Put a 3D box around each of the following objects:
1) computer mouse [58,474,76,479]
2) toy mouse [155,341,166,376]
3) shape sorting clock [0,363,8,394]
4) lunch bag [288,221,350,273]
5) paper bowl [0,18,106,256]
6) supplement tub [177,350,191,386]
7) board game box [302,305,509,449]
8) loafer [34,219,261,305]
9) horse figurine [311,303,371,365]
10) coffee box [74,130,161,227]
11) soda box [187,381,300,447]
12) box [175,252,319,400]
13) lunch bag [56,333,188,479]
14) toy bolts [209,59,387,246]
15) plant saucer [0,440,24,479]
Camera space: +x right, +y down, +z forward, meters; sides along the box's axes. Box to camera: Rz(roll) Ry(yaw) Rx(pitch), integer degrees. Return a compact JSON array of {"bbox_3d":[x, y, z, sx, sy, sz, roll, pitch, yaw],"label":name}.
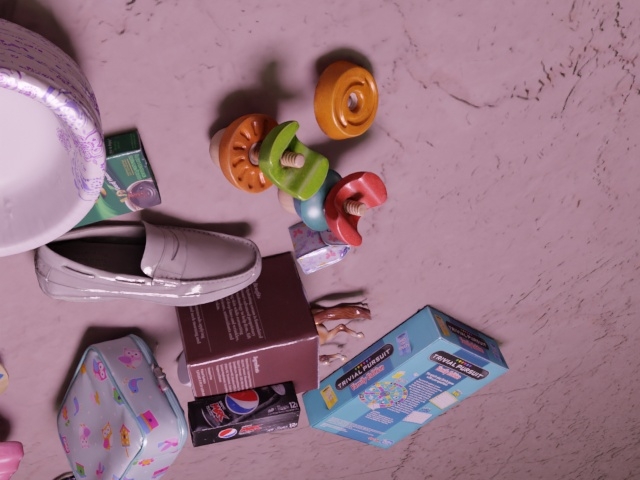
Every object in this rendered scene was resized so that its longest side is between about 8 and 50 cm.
[{"bbox_3d":[-0.440,0.464,1.694,0.242,0.041,0.071,-18,144,8],"label":"computer mouse"},{"bbox_3d":[-0.293,0.276,1.457,0.031,0.161,0.143,-6,157,-27],"label":"toy mouse"},{"bbox_3d":[-0.597,0.214,1.316,0.206,0.040,0.206,-8,148,-5],"label":"shape sorting clock"},{"bbox_3d":[0.000,0.000,1.289,0.083,0.071,0.053,-20,138,5],"label":"lunch bag"},{"bbox_3d":[-0.385,-0.120,0.920,0.284,0.148,0.284,-12,142,-10],"label":"paper bowl"},{"bbox_3d":[-0.189,0.228,1.483,0.107,0.071,0.071,16,130,-37],"label":"supplement tub"},{"bbox_3d":[0.171,0.287,1.698,0.336,0.079,0.254,-39,138,23],"label":"board game box"},{"bbox_3d":[-0.236,0.028,1.190,0.319,0.112,0.111,-4,148,-17],"label":"loafer"},{"bbox_3d":[-0.012,0.185,1.511,0.174,0.066,0.263,0,140,-32],"label":"horse figurine"},{"bbox_3d":[-0.311,-0.070,1.097,0.184,0.040,0.113,-15,142,-5],"label":"coffee box"},{"bbox_3d":[-0.119,0.269,1.303,0.169,0.053,0.060,-9,143,-15],"label":"soda box"},{"bbox_3d":[-0.119,0.151,1.340,0.203,0.168,0.167,-12,141,-9],"label":"box"},{"bbox_3d":[-0.334,0.296,1.387,0.108,0.224,0.279,-7,144,-42],"label":"lunch bag"},{"bbox_3d":[-0.019,-0.117,1.132,0.218,0.158,0.228,-55,133,-20],"label":"toy bolts"},{"bbox_3d":[-0.659,0.411,1.387,0.332,0.084,0.332,-15,168,-3],"label":"plant saucer"}]
